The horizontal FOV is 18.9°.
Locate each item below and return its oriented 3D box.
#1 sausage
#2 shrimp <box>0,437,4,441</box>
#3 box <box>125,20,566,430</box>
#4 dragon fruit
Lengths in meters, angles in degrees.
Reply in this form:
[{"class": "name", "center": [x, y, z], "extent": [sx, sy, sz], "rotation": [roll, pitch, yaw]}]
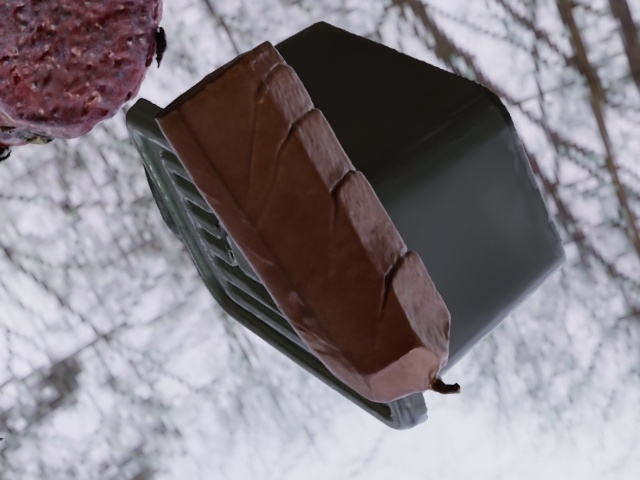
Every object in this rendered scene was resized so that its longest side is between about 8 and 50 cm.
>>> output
[{"class": "sausage", "center": [0.000, 0.000, 0.819], "extent": [0.065, 0.169, 0.065], "rotation": [-33, -172, 5]}, {"class": "shrimp", "center": [-0.213, 0.010, 0.633], "extent": [0.166, 0.410, 0.221], "rotation": [29, -104, 11]}, {"class": "box", "center": [0.016, -0.021, 1.063], "extent": [0.135, 0.163, 0.243], "rotation": [-35, -148, -16]}, {"class": "dragon fruit", "center": [-0.210, -0.176, 1.392], "extent": [0.211, 0.282, 0.147], "rotation": [9, -163, -27]}]
